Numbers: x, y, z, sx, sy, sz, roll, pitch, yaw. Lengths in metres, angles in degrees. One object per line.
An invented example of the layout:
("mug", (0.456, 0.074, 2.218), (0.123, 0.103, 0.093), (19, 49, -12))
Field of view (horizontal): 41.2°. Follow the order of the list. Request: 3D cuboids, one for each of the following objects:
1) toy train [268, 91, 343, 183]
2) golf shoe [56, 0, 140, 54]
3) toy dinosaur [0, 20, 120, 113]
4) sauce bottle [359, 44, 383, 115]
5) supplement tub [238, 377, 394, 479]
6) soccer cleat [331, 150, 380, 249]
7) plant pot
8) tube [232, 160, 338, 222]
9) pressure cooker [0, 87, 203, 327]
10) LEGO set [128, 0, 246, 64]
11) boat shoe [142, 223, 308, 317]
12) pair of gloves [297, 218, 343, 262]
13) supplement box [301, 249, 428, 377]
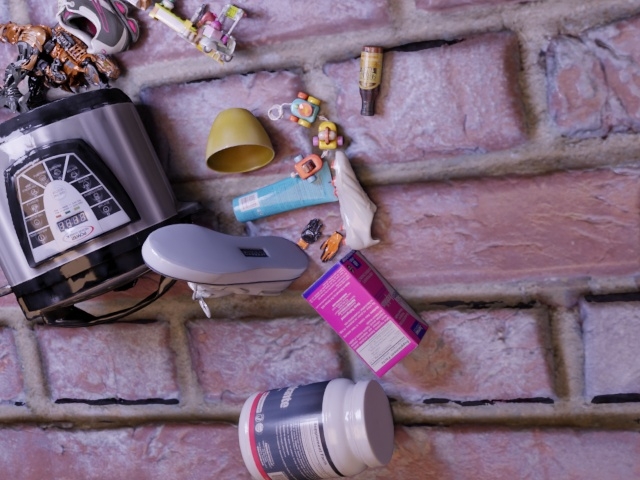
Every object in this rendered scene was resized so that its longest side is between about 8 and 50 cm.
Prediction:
("toy train", (-0.029, -0.199, 1.627), (0.125, 0.046, 0.166), (-28, 93, 8))
("golf shoe", (-0.477, -0.481, 1.676), (0.273, 0.120, 0.105), (48, 132, 4))
("toy dinosaur", (-0.572, -0.364, 1.759), (0.322, 0.164, 0.218), (26, 97, 31))
("sauce bottle", (0.092, -0.295, 1.577), (0.042, 0.042, 0.128), (7, 105, 17))
("supplement tub", (-0.008, 0.380, 1.705), (0.272, 0.191, 0.191), (-13, 99, 21))
("soccer cleat", (0.067, -0.079, 1.634), (0.076, 0.068, 0.196), (-10, 102, 6))
("plant pot", (-0.163, -0.201, 1.654), (0.134, 0.134, 0.095), (-18, 72, 22))
("tube", (-0.071, -0.088, 1.686), (0.207, 0.052, 0.080), (-16, 100, 16))
("pressure cooker", (-0.455, -0.048, 1.662), (0.369, 0.375, 0.420), (-17, 98, 41))
("LEGO set", (-0.240, -0.435, 1.625), (0.287, 0.132, 0.107), (38, 97, 31))
("boat shoe", (-0.198, 0.067, 1.620), (0.156, 0.367, 0.136), (-54, 56, 27))
("pair of gloves", (0.000, 0.000, 1.702), (0.083, 0.010, 0.074), (35, 113, 11))
("supplement box", (0.089, 0.138, 1.652), (0.114, 0.111, 0.220), (-43, 88, 23))
